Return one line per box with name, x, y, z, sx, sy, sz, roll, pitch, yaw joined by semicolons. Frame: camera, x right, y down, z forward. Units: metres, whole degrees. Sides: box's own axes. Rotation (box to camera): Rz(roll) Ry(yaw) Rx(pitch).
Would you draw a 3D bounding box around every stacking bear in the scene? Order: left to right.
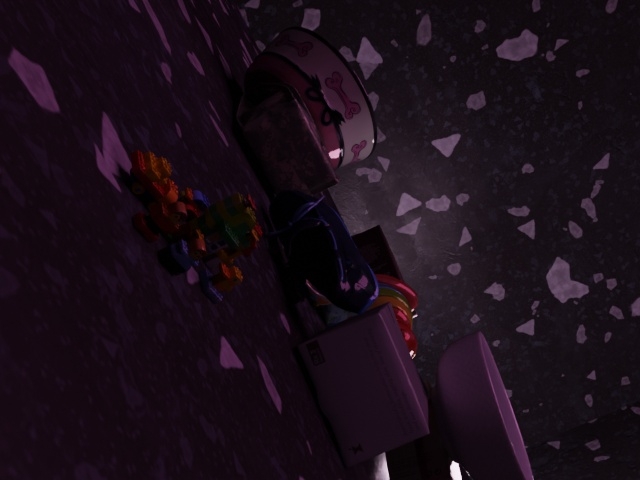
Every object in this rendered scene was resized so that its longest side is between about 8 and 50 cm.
stacking bear;0.149;0.199;1.640;0.164;0.175;0.289;41;11;-14

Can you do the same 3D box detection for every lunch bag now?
lunch bag;-0.088;-0.244;1.689;0.235;0.169;0.287;62;1;-27
lunch bag;0.046;0.096;1.586;0.151;0.096;0.128;-97;-165;-46

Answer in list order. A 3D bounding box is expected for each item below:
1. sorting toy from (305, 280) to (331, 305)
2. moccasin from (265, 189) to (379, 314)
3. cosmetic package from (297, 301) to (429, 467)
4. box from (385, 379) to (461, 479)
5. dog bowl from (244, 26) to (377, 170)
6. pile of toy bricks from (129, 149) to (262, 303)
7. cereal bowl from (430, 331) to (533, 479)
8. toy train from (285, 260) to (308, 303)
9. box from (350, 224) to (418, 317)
sorting toy;-0.019;0.094;1.503;0.075;0.045;0.083;49;14;-43
moccasin;-0.010;-0.004;1.337;0.117;0.137;0.342;23;16;-45
cosmetic package;0.092;0.243;1.293;0.385;0.156;0.217;11;56;-84
box;0.215;0.445;1.513;0.232;0.127;0.148;-96;161;-44
dog bowl;-0.043;-0.349;1.878;0.408;0.150;0.408;43;-23;24
pile of toy bricks;-0.117;-0.018;0.784;0.212;0.105;0.118;58;10;-50
cereal bowl;0.325;0.369;1.475;0.339;0.141;0.338;-21;90;-75
toy train;-0.044;0.076;1.361;0.158;0.036;0.027;-102;166;-65
box;0.145;0.117;2.110;0.381;0.191;0.143;-101;165;-62
